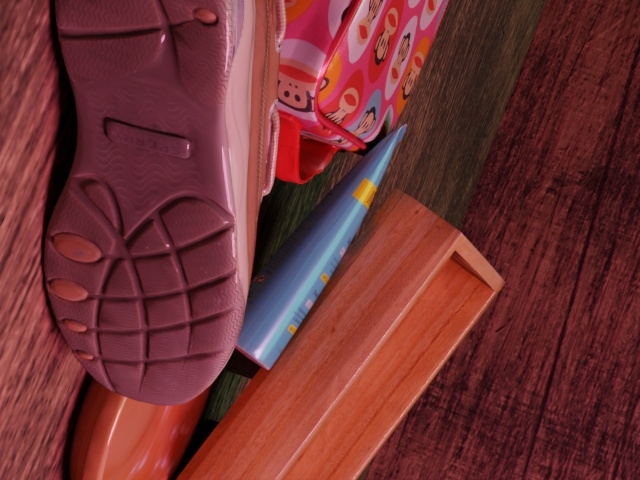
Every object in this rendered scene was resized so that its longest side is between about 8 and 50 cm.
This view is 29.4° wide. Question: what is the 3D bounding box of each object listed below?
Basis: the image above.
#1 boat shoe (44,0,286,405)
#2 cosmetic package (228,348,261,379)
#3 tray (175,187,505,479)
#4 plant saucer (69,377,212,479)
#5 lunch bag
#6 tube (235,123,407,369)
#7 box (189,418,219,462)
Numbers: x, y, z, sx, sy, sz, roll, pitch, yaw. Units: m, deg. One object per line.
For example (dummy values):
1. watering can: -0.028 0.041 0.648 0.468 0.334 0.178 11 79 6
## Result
1. boat shoe: -0.074 -0.046 0.675 0.116 0.123 0.324 -57 164 -53
2. cosmetic package: -0.006 0.108 1.246 0.239 0.099 0.060 -8 119 -77
3. tray: -0.012 0.160 1.023 0.411 0.076 0.203 -54 158 0
4. plant saucer: -0.127 0.117 0.884 0.200 0.037 0.200 20 90 -77
5. lunch bag: 0.016 -0.164 0.864 0.293 0.120 0.258 23 87 -78
6. tube: 0.000 0.000 0.925 0.207 0.052 0.080 -54 -178 -8
7. box: -0.089 0.213 1.164 0.083 0.052 0.062 73 38 -72
